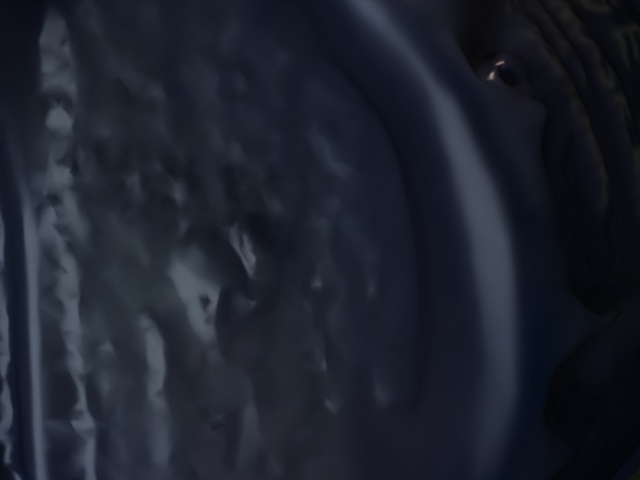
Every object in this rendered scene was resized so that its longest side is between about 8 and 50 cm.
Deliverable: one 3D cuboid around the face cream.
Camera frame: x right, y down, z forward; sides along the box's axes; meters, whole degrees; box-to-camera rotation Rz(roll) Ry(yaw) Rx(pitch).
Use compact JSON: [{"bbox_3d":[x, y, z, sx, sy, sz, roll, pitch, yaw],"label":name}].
[{"bbox_3d":[0.000,0.000,0.619,0.249,0.225,0.249,6,104,24],"label":"face cream"}]
